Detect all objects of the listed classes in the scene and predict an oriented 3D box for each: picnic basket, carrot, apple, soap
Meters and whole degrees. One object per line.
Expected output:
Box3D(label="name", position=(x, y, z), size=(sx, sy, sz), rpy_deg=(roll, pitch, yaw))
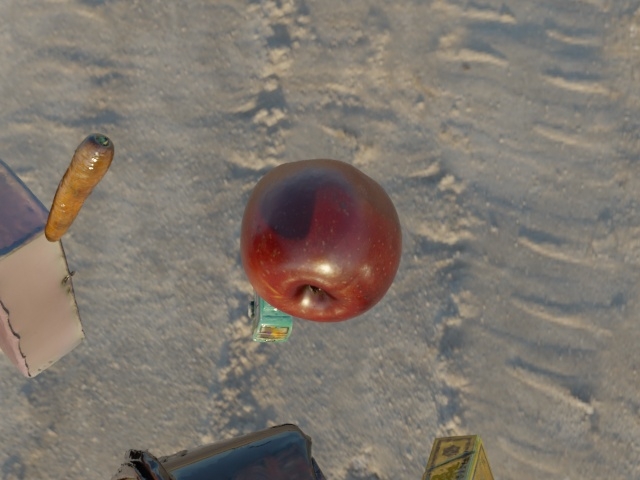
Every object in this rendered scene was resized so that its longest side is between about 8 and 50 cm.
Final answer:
Box3D(label="picnic basket", position=(-0.065, 0.251, 0.751), size=(0.129, 0.297, 0.222), rpy_deg=(-23, 81, -23))
Box3D(label="carrot", position=(-0.242, -0.048, 0.913), size=(0.036, 0.165, 0.035), rpy_deg=(21, 45, -23))
Box3D(label="apple", position=(0.000, 0.000, 1.249), size=(0.218, 0.218, 0.201), rpy_deg=(0, 64, 15))
Box3D(label="soap", position=(-0.419, -0.012, 1.143), size=(0.107, 0.296, 0.285), rpy_deg=(-35, 66, -26))

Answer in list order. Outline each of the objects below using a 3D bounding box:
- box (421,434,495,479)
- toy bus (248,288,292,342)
Box3D(label="box", position=(0.202, 0.462, 1.399), size=(0.084, 0.192, 0.301), rpy_deg=(-8, 24, 24))
Box3D(label="toy bus", position=(-0.101, 0.074, 1.908), size=(0.091, 0.109, 0.261), rpy_deg=(1, 70, -12))
